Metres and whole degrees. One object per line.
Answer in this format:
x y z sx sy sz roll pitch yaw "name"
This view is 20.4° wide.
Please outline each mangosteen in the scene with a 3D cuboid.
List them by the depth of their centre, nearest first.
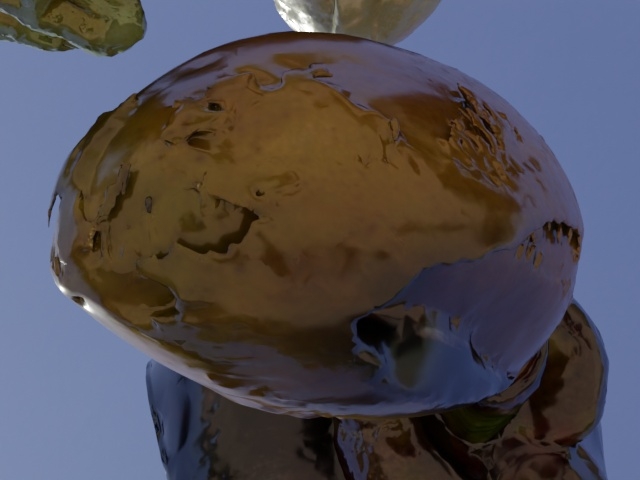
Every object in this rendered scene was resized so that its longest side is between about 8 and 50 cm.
0.034 0.101 0.922 0.233 0.287 0.287 -12 -116 2 "mangosteen"

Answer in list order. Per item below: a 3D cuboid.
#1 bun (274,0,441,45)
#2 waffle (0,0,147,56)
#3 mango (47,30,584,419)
0.024 -0.274 1.451 0.116 0.210 0.237 16 -134 -52 "bun"
-0.170 -0.150 0.669 0.054 0.214 0.208 -47 -53 -23 "waffle"
0.000 0.000 0.625 0.249 0.156 0.151 -4 -116 -60 "mango"
